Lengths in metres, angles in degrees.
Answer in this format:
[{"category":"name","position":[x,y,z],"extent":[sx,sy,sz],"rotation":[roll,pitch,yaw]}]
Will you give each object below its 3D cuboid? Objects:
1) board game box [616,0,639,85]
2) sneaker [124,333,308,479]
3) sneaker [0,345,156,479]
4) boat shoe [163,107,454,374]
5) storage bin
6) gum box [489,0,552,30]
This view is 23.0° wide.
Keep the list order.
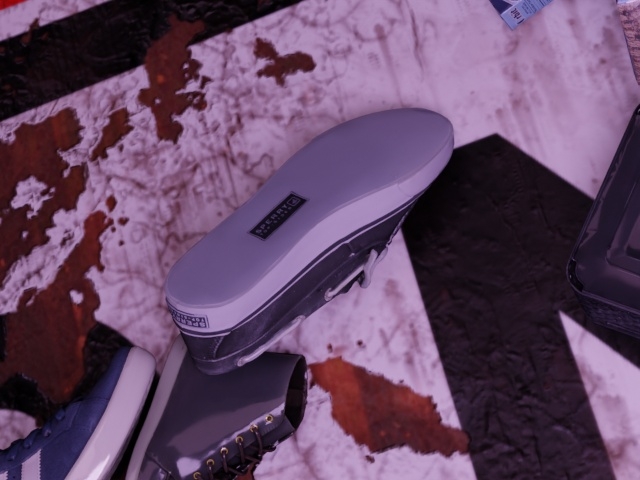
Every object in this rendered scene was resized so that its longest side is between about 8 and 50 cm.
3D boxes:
[{"category":"board game box","position":[0.326,-0.304,1.238],"extent":[0.232,0.141,0.291],"rotation":[-14,66,13]},{"category":"sneaker","position":[-0.088,0.185,1.314],"extent":[0.118,0.083,0.222],"rotation":[6,71,20]},{"category":"sneaker","position":[-0.278,0.215,1.320],"extent":[0.148,0.131,0.350],"rotation":[34,82,2]},{"category":"boat shoe","position":[0.003,0.002,1.341],"extent":[0.113,0.105,0.306],"rotation":[24,54,36]},{"category":"storage bin","position":[0.287,-0.011,1.264],"extent":[0.122,0.084,0.180],"rotation":[20,77,24]},{"category":"gum box","position":[0.204,-0.305,1.415],"extent":[0.184,0.041,0.157],"rotation":[-36,63,11]}]
